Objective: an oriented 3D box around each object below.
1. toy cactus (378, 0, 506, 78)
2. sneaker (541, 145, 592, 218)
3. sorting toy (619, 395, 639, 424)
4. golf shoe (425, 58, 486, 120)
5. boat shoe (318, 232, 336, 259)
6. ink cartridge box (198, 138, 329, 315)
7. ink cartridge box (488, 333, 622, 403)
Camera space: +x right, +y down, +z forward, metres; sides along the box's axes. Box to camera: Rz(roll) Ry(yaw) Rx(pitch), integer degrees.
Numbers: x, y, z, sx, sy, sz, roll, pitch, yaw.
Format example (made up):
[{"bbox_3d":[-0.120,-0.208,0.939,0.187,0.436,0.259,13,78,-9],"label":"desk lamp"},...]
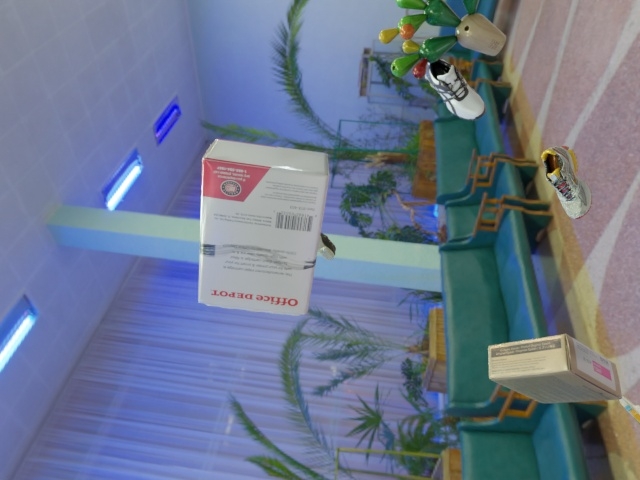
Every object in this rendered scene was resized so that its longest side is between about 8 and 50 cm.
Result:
[{"bbox_3d":[0.197,-0.332,0.691,0.112,0.180,0.219,-96,30,-65],"label":"toy cactus"},{"bbox_3d":[0.693,-0.164,1.334,0.088,0.092,0.226,-43,56,56],"label":"sneaker"},{"bbox_3d":[1.011,0.578,1.424,0.193,0.038,0.208,54,-172,20],"label":"sorting toy"},{"bbox_3d":[0.328,-0.376,1.152,0.077,0.198,0.094,-45,-14,11],"label":"golf shoe"},{"bbox_3d":[-0.001,0.001,1.409,0.133,0.048,0.042,48,-143,-23],"label":"boat shoe"},{"bbox_3d":[-0.088,-0.016,0.706,0.100,0.171,0.238,-91,9,-62],"label":"ink cartridge box"},{"bbox_3d":[0.539,0.304,1.078,0.193,0.234,0.088,-26,44,46],"label":"ink cartridge box"}]
